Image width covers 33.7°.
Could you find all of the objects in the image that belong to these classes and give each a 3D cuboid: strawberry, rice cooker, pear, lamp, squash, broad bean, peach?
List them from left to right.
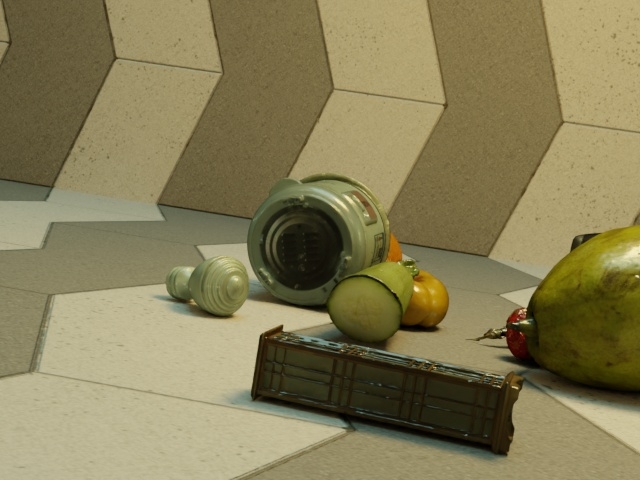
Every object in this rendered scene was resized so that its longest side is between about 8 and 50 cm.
[{"bbox_3d":[-0.203,0.080,1.885,0.106,0.106,0.193,3,-3,-41],"label":"lamp"},{"bbox_3d":[0.000,0.000,2.159,0.316,0.264,0.317,43,16,-16],"label":"rice cooker"},{"bbox_3d":[0.108,0.102,1.873,0.137,0.137,0.287,10,10,15],"label":"squash"},{"bbox_3d":[0.081,0.181,1.310,0.325,0.089,0.090,11,5,15],"label":"lamp"},{"bbox_3d":[0.166,0.111,2.047,0.179,0.103,0.179,7,9,-1],"label":"peach"},{"bbox_3d":[0.369,0.163,1.841,0.106,0.106,0.106,8,6,-1],"label":"strawberry"},{"bbox_3d":[0.415,0.168,2.053,0.098,0.056,0.318,-5,-5,44],"label":"broad bean"},{"bbox_3d":[0.483,0.117,1.712,0.375,0.287,0.287,-7,8,-9],"label":"pear"}]

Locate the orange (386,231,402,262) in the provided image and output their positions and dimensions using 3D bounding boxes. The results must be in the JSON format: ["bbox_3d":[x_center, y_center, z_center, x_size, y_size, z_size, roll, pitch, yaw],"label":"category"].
[{"bbox_3d":[0.094,0.030,2.461,0.193,0.161,0.193,13,11,-3],"label":"orange"}]

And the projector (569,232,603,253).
[{"bbox_3d":[0.705,0.123,2.051,0.405,0.242,0.395,11,7,27],"label":"projector"}]
